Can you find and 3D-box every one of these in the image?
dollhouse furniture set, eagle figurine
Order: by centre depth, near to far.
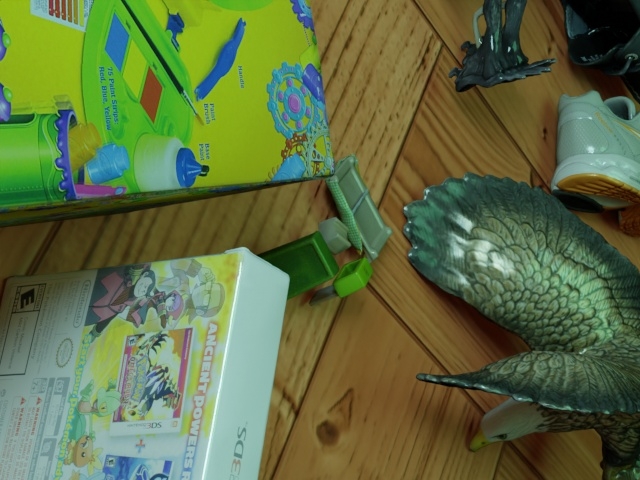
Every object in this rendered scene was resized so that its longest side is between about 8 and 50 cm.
[{"bbox_3d":[0.000,0.000,0.971,0.076,0.058,0.152,62,24,-13],"label":"dollhouse furniture set"},{"bbox_3d":[0.203,0.101,1.077,0.225,0.226,0.298,-51,130,-18],"label":"eagle figurine"}]

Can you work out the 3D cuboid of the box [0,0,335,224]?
[{"bbox_3d":[-0.160,-0.155,0.681,0.279,0.177,0.290,-8,90,-51],"label":"box"}]

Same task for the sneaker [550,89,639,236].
[{"bbox_3d":[0.324,-0.080,1.325,0.262,0.099,0.121,19,65,-49],"label":"sneaker"}]

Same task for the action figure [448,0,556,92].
[{"bbox_3d":[0.146,-0.272,1.101,0.164,0.141,0.276,-27,105,-64],"label":"action figure"}]

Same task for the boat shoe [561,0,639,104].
[{"bbox_3d":[0.286,-0.222,1.289,0.113,0.127,0.340,-42,126,-16],"label":"boat shoe"}]

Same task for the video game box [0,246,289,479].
[{"bbox_3d":[-0.113,0.112,0.686,0.048,0.187,0.205,29,63,-44],"label":"video game box"}]
